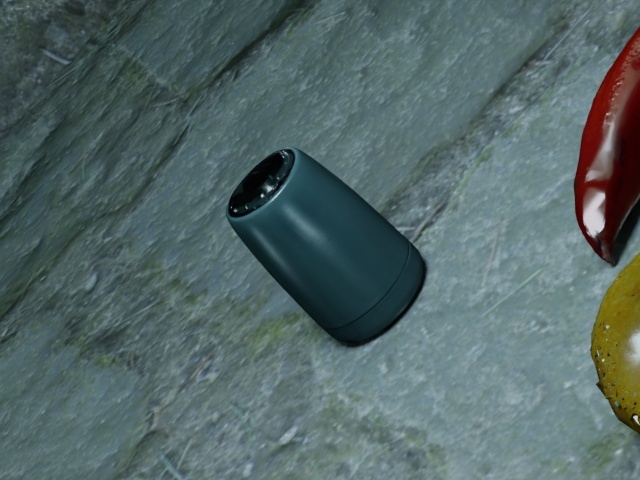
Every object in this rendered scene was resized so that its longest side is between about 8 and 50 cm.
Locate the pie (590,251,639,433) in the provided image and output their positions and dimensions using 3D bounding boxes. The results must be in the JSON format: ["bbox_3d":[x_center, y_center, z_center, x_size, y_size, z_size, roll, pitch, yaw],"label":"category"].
[{"bbox_3d":[0.313,0.050,1.454,0.273,0.069,0.273,-35,28,22],"label":"pie"}]

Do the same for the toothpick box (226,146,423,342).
[{"bbox_3d":[0.000,0.000,1.893,0.120,0.184,0.120,-37,25,20],"label":"toothpick box"}]

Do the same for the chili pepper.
[{"bbox_3d":[0.326,-0.146,1.744,0.368,0.092,0.137,-54,43,-2],"label":"chili pepper"}]
